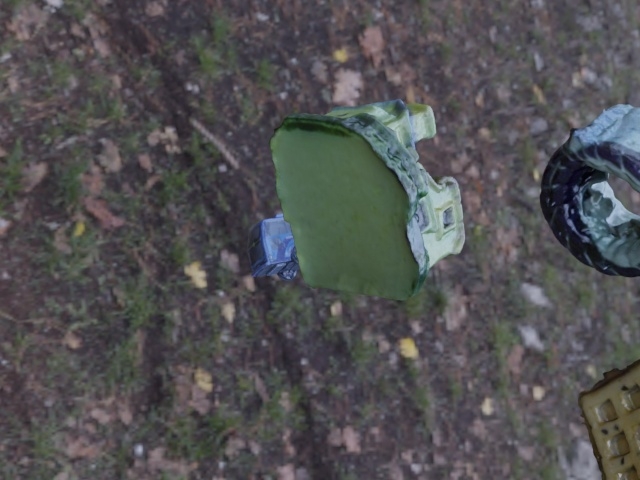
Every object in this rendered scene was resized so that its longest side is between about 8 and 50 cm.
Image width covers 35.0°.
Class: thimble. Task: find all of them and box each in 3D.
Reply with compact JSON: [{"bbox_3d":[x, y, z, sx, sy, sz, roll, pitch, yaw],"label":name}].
[{"bbox_3d":[0.436,-0.074,1.454,0.150,0.237,0.237,-35,116,-36],"label":"thimble"}]

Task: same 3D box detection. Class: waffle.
[{"bbox_3d":[0.543,0.266,1.408,0.114,0.376,0.261,9,58,-31],"label":"waffle"}]

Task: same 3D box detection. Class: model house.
[{"bbox_3d":[0.080,-0.067,1.161,0.189,0.195,0.214,-30,112,-43],"label":"model house"}]

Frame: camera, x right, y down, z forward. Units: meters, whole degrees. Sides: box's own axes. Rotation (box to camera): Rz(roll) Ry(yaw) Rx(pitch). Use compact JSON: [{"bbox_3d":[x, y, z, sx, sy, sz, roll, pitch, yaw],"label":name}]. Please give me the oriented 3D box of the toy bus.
[{"bbox_3d":[-0.002,-0.001,1.588,0.237,0.079,0.094,-9,70,-29],"label":"toy bus"}]
